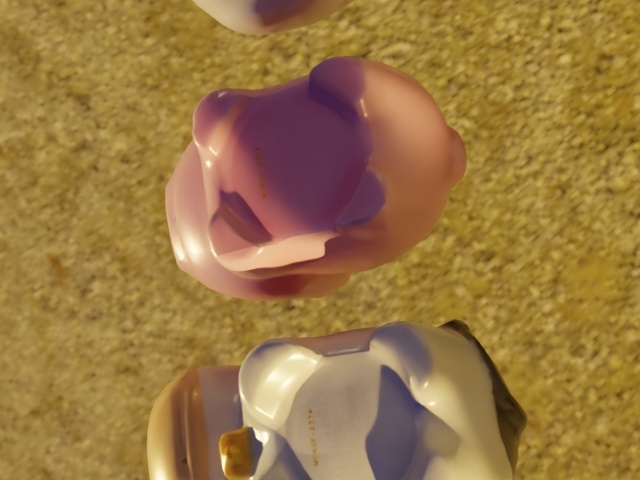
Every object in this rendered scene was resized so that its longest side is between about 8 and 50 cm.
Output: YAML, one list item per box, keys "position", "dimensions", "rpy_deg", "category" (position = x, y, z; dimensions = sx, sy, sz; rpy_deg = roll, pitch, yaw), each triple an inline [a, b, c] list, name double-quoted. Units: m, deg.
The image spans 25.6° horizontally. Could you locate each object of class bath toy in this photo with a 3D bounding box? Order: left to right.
- position: [0.000, 0.000, 0.530]
  dimensions: [0.151, 0.129, 0.348]
  rpy_deg: [-10, 81, 25]
  category: "bath toy"
